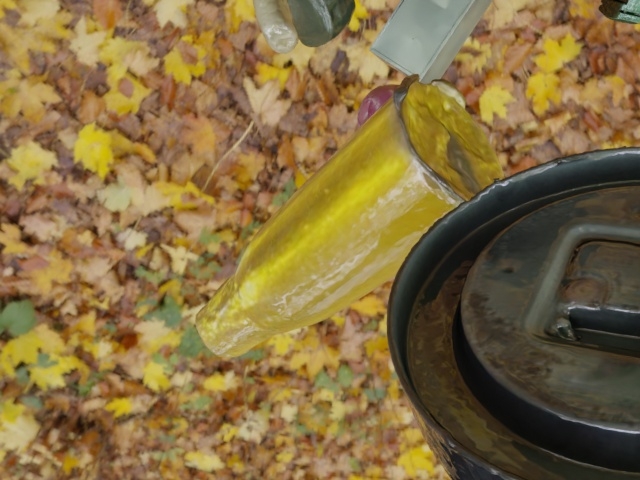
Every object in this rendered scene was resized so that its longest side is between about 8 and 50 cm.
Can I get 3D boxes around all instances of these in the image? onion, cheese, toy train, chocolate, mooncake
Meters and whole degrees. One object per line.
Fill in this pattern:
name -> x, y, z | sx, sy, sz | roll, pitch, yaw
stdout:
onion -> 0.187, -0.249, 1.863 | 0.201, 0.200, 0.207 | -22, 127, 20
cheese -> -0.071, -0.324, 1.060 | 0.043, 0.194, 0.065 | -20, 159, 6
toy train -> 0.484, -0.356, 1.178 | 0.171, 0.071, 0.111 | 4, 117, -23
chocolate -> 0.000, 0.000, 0.943 | 0.162, 0.162, 0.445 | 38, 131, -18
mooncake -> -0.022, -0.445, 1.540 | 0.168, 0.104, 0.175 | 23, 150, 24

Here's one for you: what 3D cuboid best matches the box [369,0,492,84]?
box -> 0.218, -0.424, 1.619 | 0.129, 0.086, 0.225 | 38, 101, 22

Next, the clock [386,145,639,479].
clock -> 0.203, 0.051, 0.531 | 0.319, 0.318, 0.066 | -9, 128, 13
